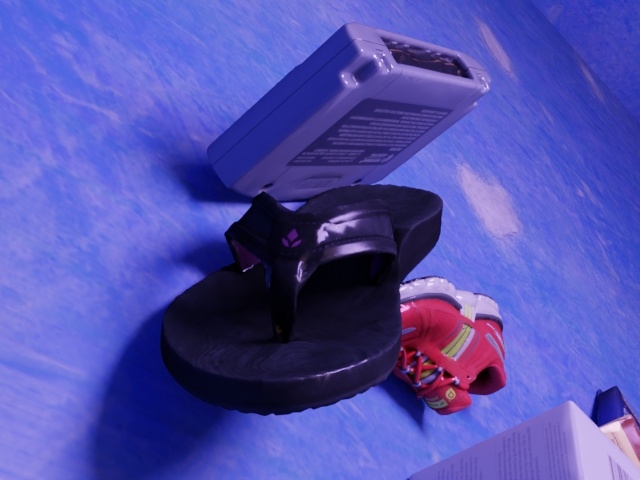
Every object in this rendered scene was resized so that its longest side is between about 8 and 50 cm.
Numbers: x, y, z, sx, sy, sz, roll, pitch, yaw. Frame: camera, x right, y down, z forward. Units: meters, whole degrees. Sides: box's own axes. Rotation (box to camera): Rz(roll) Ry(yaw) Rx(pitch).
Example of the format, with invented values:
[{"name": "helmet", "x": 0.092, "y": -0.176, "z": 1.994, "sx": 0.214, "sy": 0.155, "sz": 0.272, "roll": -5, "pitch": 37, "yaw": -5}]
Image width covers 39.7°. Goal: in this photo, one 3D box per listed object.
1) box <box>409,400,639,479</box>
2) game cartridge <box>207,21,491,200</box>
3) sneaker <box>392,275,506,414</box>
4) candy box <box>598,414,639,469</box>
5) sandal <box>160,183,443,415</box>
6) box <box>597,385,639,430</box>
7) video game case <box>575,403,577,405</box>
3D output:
[{"name": "box", "x": 0.177, "y": 0.234, "z": 0.738, "sx": 0.130, "sy": 0.170, "sz": 0.091, "roll": 43, "pitch": 30, "yaw": -21}, {"name": "game cartridge", "x": 0.031, "y": -0.111, "z": 0.841, "sx": 0.297, "sy": 0.198, "sz": 0.062, "roll": -9, "pitch": 69, "yaw": -60}, {"name": "sneaker", "x": 0.104, "y": 0.105, "z": 0.840, "sx": 0.279, "sy": 0.107, "sz": 0.118, "roll": 11, "pitch": 62, "yaw": -49}, {"name": "candy box", "x": 0.267, "y": 0.248, "z": 0.866, "sx": 0.053, "sy": 0.186, "sz": 0.109, "roll": -16, "pitch": 70, "yaw": -18}, {"name": "sandal", "x": -0.002, "y": -0.001, "z": 0.706, "sx": 0.446, "sy": 0.168, "sz": 0.106, "roll": -52, "pitch": 143, "yaw": -67}, {"name": "box", "x": 0.416, "y": 0.278, "z": 1.174, "sx": 0.136, "sy": 0.037, "sz": 0.225, "roll": 57, "pitch": 19, "yaw": 1}, {"name": "video game case", "x": 0.340, "y": 0.323, "z": 1.052, "sx": 0.212, "sy": 0.023, "sz": 0.193, "roll": 56, "pitch": 28, "yaw": -1}]
